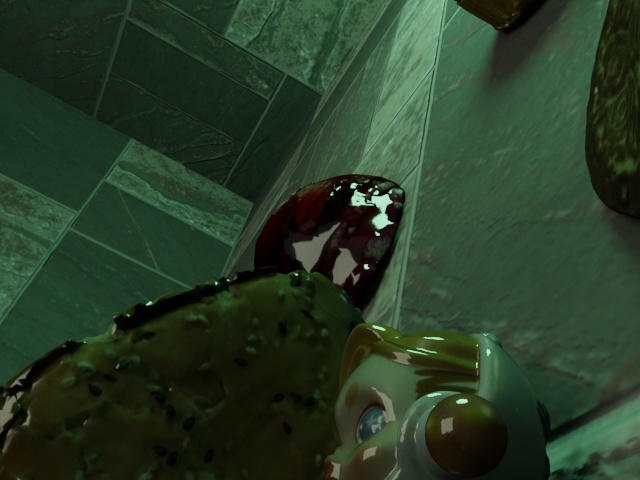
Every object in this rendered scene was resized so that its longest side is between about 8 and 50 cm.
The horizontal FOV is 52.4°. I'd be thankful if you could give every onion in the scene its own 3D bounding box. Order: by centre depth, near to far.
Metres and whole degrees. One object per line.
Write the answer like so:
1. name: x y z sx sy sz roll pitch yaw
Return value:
1. onion: 0.000 0.000 0.975 0.314 0.146 0.280 -62 14 -22

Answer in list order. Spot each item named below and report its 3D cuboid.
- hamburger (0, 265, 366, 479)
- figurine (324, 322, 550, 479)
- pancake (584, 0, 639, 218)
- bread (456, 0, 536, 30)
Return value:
1. hamburger: -0.080 0.190 0.521 0.318 0.276 0.195 -23 -12 -30
2. figurine: 0.070 0.160 0.342 0.274 0.133 0.193 -105 26 -61
3. pancake: 0.205 -0.132 0.401 0.250 0.031 0.250 6 -90 -79
4. bread: 0.253 -0.382 0.845 0.199 0.104 0.199 -58 9 16
